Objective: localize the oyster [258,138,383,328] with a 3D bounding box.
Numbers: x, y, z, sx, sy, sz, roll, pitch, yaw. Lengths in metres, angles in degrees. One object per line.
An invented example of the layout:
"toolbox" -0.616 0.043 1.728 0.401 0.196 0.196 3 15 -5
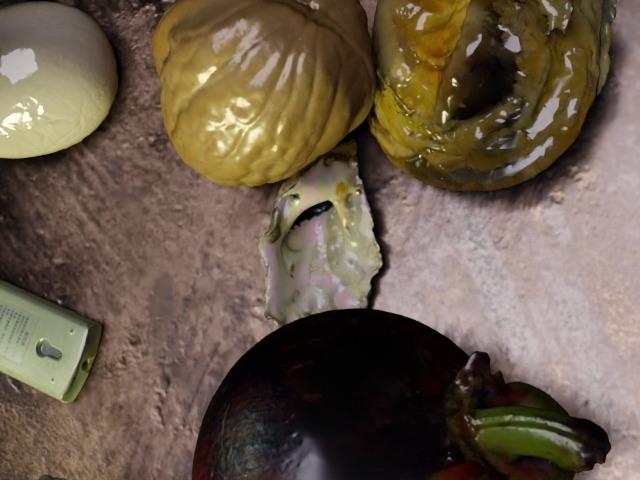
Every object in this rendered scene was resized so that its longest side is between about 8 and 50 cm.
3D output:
"oyster" -0.008 0.005 1.086 0.132 0.072 0.209 -10 91 -10

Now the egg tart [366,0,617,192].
"egg tart" 0.146 -0.195 1.019 0.297 0.132 0.297 -9 73 34

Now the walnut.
"walnut" -0.060 -0.166 1.043 0.261 0.224 0.225 -37 64 55

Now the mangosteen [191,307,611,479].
"mangosteen" 0.055 0.197 0.885 0.359 0.306 0.306 -34 67 50

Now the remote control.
"remote control" -0.366 0.103 1.222 0.233 0.038 0.098 20 90 22

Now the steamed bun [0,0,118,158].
"steamed bun" -0.357 -0.190 1.217 0.228 0.130 0.177 -12 78 17

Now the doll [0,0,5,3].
"doll" -0.315 -0.400 1.198 0.339 0.318 0.209 -10 115 29

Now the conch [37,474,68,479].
"conch" -0.233 0.368 1.068 0.220 0.195 0.277 -5 106 48
